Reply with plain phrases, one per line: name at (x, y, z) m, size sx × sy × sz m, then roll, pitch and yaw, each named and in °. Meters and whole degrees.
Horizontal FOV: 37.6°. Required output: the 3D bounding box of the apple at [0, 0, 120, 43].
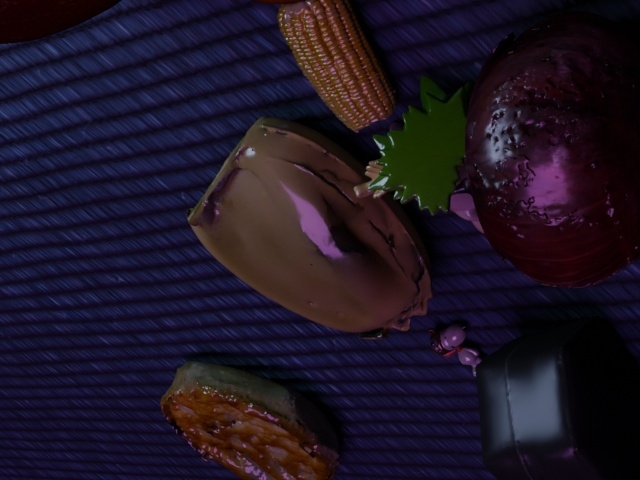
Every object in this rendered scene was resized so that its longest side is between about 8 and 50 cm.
apple at (-0.314, -0.352, 0.887) m, size 0.348 × 0.277 × 0.349 m, roll 15°, pitch 134°, yaw 16°

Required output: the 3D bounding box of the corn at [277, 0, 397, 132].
corn at (0.020, -0.194, 1.006) m, size 0.085 × 0.063 × 0.165 m, roll -27°, pitch 117°, yaw 16°

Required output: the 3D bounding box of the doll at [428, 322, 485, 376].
doll at (0.182, 0.144, 1.245) m, size 0.058 × 0.040 × 0.085 m, roll -21°, pitch 117°, yaw 29°

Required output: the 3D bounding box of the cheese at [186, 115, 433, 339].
cheese at (0.000, 0.000, 1.156) m, size 0.315 × 0.128 × 0.259 m, roll 39°, pitch 146°, yaw -1°

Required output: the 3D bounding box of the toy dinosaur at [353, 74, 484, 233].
toy dinosaur at (0.149, -0.084, 1.018) m, size 0.194 × 0.152 × 0.177 m, roll 24°, pitch 176°, yaw 21°

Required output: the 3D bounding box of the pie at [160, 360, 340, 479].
pie at (-0.107, 0.309, 1.524) m, size 0.315 × 0.092 × 0.315 m, roll 18°, pitch 141°, yaw 15°

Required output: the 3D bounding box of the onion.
onion at (0.243, -0.080, 0.847) m, size 0.219 × 0.252 × 0.252 m, roll 3°, pitch 130°, yaw 25°

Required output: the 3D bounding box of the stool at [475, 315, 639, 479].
stool at (0.293, 0.214, 1.117) m, size 0.141 × 0.232 × 0.232 m, roll -21°, pitch 117°, yaw 38°

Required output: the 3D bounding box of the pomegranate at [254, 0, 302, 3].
pomegranate at (-0.042, -0.309, 0.829) m, size 0.209 × 0.209 × 0.209 m, roll 15°, pitch 135°, yaw 16°
